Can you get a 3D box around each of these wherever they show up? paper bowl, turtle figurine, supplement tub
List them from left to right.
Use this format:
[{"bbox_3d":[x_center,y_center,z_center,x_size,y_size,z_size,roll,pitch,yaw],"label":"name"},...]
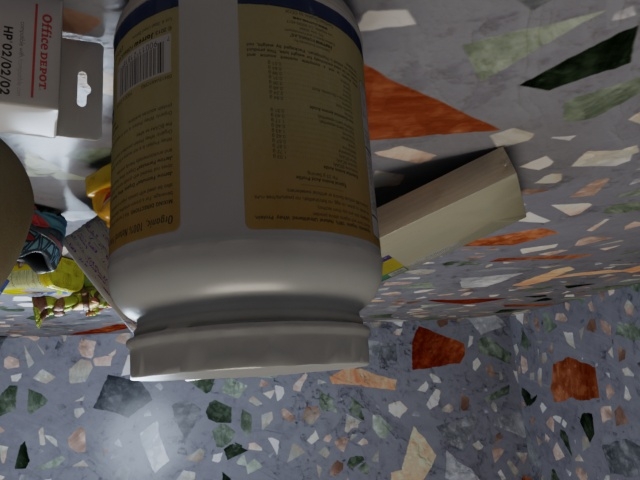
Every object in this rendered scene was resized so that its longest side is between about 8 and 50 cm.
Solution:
[{"bbox_3d":[-0.593,0.149,1.462,0.217,0.087,0.269,-10,174,-28],"label":"turtle figurine"},{"bbox_3d":[-0.311,0.070,1.054,0.148,0.284,0.284,-37,174,-17],"label":"paper bowl"},{"bbox_3d":[-0.065,-0.043,0.517,0.228,0.317,0.228,-3,166,-1],"label":"supplement tub"}]

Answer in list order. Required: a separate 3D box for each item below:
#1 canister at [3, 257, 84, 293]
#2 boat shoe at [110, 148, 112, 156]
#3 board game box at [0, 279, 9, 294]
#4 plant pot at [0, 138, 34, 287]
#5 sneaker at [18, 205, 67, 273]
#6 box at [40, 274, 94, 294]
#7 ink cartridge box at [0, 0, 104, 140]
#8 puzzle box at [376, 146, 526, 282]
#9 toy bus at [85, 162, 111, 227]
[{"bbox_3d":[-0.661,0.085,1.369,0.169,0.073,0.126,-6,167,12],"label":"canister"},{"bbox_3d":[-0.125,-0.096,0.773,0.302,0.109,0.098,13,119,-47],"label":"boat shoe"},{"bbox_3d":[-0.652,0.024,1.000,0.201,0.035,0.136,28,168,9],"label":"board game box"},{"bbox_3d":[-0.440,-0.036,0.649,0.284,0.284,0.191,-13,-160,33],"label":"plant pot"},{"bbox_3d":[-0.531,-0.003,0.946,0.104,0.125,0.261,-15,162,36],"label":"sneaker"},{"bbox_3d":[-0.662,0.114,1.546,0.178,0.043,0.109,2,165,-24],"label":"box"},{"bbox_3d":[-0.270,-0.148,0.482,0.181,0.104,0.061,2,165,-26],"label":"ink cartridge box"},{"bbox_3d":[0.151,-0.007,1.033,0.408,0.052,0.272,-26,160,15],"label":"puzzle box"},{"bbox_3d":[-0.229,0.002,0.876,0.149,0.212,0.220,-10,163,30],"label":"toy bus"}]
